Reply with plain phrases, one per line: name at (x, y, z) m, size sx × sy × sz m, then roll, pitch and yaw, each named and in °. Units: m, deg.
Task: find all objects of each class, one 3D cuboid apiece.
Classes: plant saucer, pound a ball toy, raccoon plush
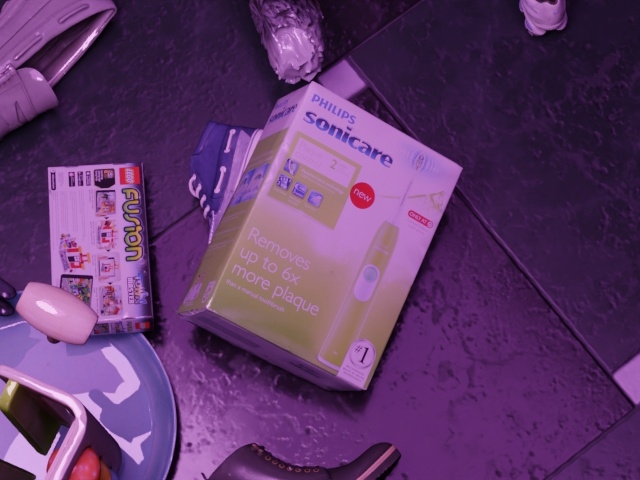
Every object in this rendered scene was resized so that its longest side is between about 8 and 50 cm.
plant saucer at (-0.319, 0.213, 1.781) m, size 0.318 × 0.043 × 0.317 m, roll 0°, pitch 74°, yaw -1°
pound a ball toy at (-0.258, 0.188, 1.601) m, size 0.136 × 0.319 × 0.208 m, roll 25°, pitch 75°, yaw 6°
raccoon plush at (0.009, -0.426, 1.911) m, size 0.299 × 0.216 × 0.446 m, roll -18°, pitch 91°, yaw -15°

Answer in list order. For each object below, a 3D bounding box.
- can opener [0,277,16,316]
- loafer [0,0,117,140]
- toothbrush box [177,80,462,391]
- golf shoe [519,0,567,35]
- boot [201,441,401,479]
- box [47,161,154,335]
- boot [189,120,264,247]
can opener at (-0.418, 0.029, 1.794) m, size 0.186 × 0.059 × 0.073 m, roll 26°, pitch 46°, yaw 25°
loafer at (-0.361, -0.184, 1.856) m, size 0.111 × 0.112 × 0.319 m, roll 29°, pitch 76°, yaw 16°
toothbrush box at (0.000, 0.000, 1.769) m, size 0.206 × 0.122 × 0.283 m, roll 29°, pitch 74°, yaw -16°
golf shoe at (0.252, -0.338, 1.916) m, size 0.069 × 0.086 × 0.176 m, roll -26°, pitch 75°, yaw -5°
boot at (-0.022, 0.254, 1.758) m, size 0.198 × 0.077 × 0.137 m, roll -36°, pitch 73°, yaw -11°
box at (-0.253, 0.009, 1.812) m, size 0.114 × 0.036 × 0.207 m, roll -3°, pitch 61°, yaw -6°
boot at (-0.118, -0.047, 1.850) m, size 0.086 × 0.069 × 0.190 m, roll 12°, pitch 72°, yaw 18°
